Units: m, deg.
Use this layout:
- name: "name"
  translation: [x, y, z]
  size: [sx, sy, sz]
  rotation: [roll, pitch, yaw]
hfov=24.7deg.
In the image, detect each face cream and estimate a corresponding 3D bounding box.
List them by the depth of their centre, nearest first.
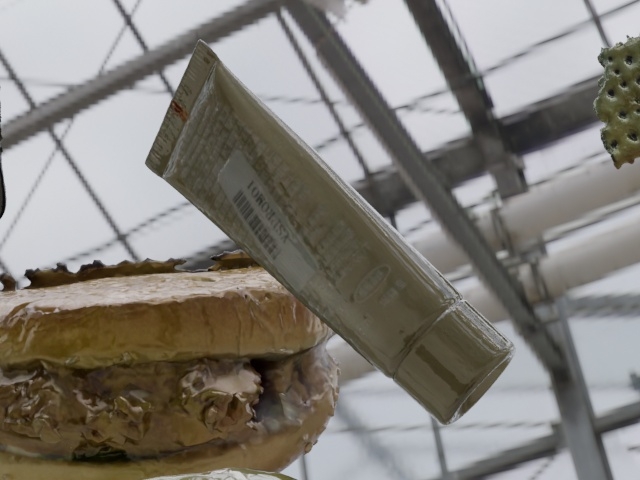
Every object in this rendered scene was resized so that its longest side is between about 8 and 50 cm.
- name: "face cream"
  translation: [0.000, 0.000, 1.138]
  size: [0.084, 0.341, 0.137]
  rotation: [-31, -22, -47]

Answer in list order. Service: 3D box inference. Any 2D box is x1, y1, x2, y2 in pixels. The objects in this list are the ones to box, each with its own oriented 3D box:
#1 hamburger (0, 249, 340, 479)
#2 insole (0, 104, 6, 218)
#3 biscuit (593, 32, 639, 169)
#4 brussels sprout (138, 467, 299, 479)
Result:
- name: "hamburger"
  translation: [-0.193, 0.162, 1.506]
  size: [0.445, 0.287, 0.268]
  rotation: [-4, -83, 0]
- name: "insole"
  translation: [-0.365, -0.132, 1.437]
  size: [0.110, 0.012, 0.309]
  rotation: [6, -47, 4]
- name: "biscuit"
  translation: [0.377, -0.172, 1.545]
  size: [0.203, 0.144, 0.016]
  rotation: [-22, -24, 2]
- name: "brussels sprout"
  translation: [-0.018, 0.280, 0.639]
  size: [0.275, 0.371, 0.315]
  rotation: [-6, -24, -18]
